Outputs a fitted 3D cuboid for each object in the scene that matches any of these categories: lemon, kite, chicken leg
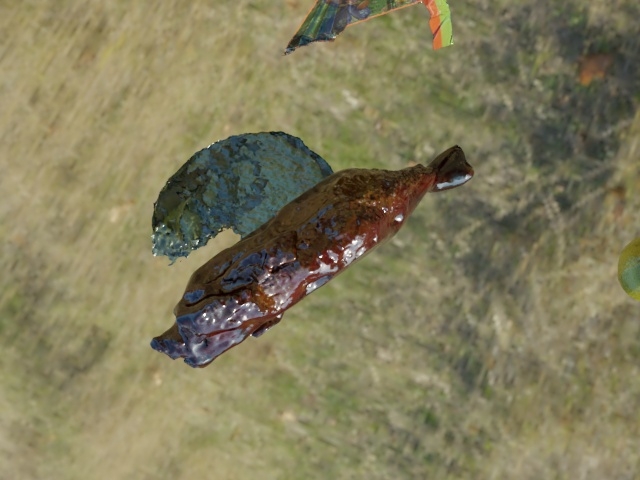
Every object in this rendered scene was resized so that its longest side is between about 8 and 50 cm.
[{"bbox_3d":[0.393,0.035,1.568,0.082,0.082,0.110,22,166,7],"label":"lemon"},{"bbox_3d":[0.057,-0.141,0.727,0.190,0.010,0.159,-17,160,16],"label":"kite"},{"bbox_3d":[-0.001,-0.001,0.727,0.048,0.219,0.089,54,165,4],"label":"chicken leg"}]

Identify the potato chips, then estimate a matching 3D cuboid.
[{"bbox_3d":[-0.087,-0.032,1.546,0.220,0.202,0.029,3,172,0],"label":"potato chips"}]
